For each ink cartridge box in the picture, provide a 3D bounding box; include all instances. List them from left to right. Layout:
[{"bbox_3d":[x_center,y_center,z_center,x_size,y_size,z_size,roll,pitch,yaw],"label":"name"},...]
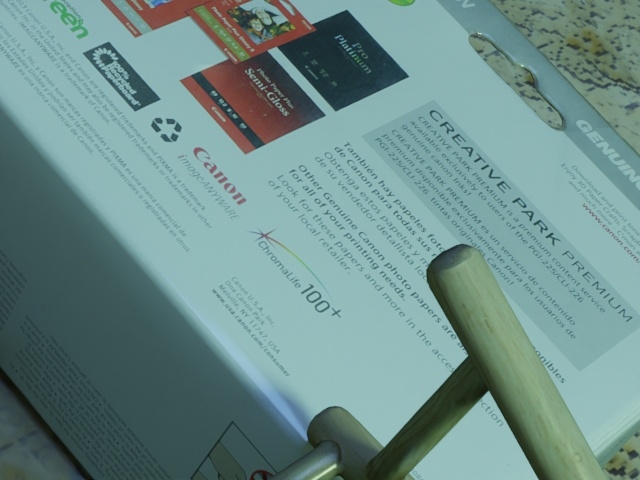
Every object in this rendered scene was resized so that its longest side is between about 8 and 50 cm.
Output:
[{"bbox_3d":[0.000,0.000,0.862,0.272,0.130,0.309,-29,72,-42],"label":"ink cartridge box"}]

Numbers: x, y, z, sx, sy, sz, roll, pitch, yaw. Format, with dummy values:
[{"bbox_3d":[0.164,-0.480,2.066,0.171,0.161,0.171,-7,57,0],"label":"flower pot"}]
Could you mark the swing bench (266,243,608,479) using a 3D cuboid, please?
[{"bbox_3d":[0.003,0.187,0.565,0.253,0.165,0.255,-31,77,-25],"label":"swing bench"}]
